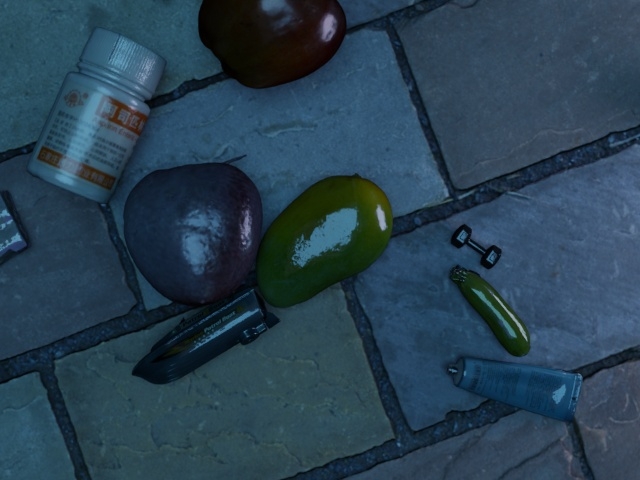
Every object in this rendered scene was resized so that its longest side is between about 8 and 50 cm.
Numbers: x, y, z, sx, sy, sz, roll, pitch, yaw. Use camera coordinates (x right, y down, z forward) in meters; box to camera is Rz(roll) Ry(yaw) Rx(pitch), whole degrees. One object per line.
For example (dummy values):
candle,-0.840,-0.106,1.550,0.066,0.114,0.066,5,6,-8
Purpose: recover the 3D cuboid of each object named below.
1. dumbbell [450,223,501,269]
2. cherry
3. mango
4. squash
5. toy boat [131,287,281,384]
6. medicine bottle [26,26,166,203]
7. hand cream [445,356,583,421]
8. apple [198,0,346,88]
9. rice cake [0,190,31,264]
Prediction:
dumbbell,0.252,0.010,1.639,0.083,0.040,0.036,35,58,-1
cherry,-0.193,-0.021,1.552,0.213,0.183,0.266,-10,59,11
mango,0.000,0.000,1.600,0.251,0.114,0.156,-36,97,7
squash,0.276,0.110,1.632,0.052,0.052,0.183,-39,87,-2
toy boat,-0.191,0.149,1.599,0.246,0.093,0.103,-31,70,-1
medicine bottle,-0.346,-0.194,1.579,0.145,0.144,0.252,21,87,-1
hand cream,0.311,0.230,1.638,0.224,0.048,0.083,14,89,-7
apple,-0.071,-0.343,1.552,0.234,0.234,0.234,0,89,-1
rice cake,-0.603,0.041,1.612,0.298,0.050,0.106,-32,90,-2
